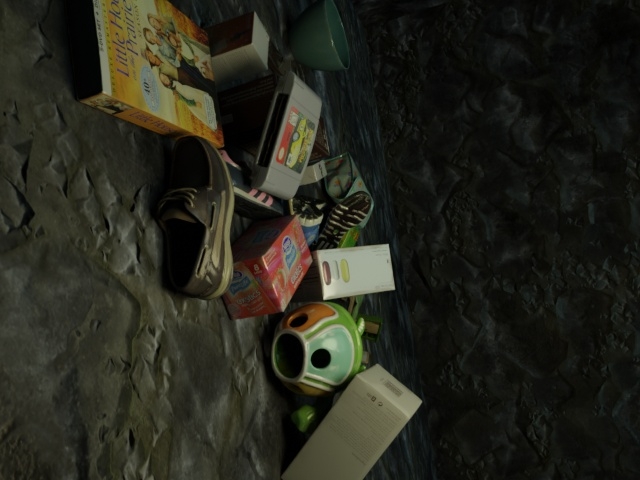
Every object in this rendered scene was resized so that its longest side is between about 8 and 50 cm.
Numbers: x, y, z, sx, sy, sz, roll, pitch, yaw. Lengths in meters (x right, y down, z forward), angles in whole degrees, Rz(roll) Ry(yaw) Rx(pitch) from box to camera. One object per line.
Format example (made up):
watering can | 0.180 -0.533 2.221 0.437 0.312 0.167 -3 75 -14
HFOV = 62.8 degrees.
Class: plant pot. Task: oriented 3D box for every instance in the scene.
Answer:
plant pot | -0.017 -0.823 2.155 0.290 0.196 0.290 -12 90 -71

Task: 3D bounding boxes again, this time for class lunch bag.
lunch bag | 0.118 -0.202 2.207 0.223 0.160 0.262 55 19 -48

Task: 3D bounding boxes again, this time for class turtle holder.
turtle holder | -0.032 0.327 1.430 0.227 0.243 0.320 3 116 -57

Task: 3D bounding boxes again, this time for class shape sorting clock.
shape sorting clock | -0.103 -0.075 1.561 0.206 0.040 0.206 169 -90 -76

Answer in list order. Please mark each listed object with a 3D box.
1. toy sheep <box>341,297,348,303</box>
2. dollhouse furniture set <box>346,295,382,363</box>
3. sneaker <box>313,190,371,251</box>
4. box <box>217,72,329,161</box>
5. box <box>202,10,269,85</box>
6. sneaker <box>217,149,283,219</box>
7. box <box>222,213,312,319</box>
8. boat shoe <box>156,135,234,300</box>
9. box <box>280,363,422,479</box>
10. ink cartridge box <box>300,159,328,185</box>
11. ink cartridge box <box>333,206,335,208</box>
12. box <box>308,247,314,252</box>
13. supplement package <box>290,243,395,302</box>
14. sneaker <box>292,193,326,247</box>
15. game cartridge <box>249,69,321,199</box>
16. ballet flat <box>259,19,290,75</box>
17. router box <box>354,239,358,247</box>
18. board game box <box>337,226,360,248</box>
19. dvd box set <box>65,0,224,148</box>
toy sheep | 0.120 0.213 2.118 0.091 0.091 0.132 49 29 -57
dollhouse furniture set | 0.159 0.276 1.895 0.197 0.152 0.301 -69 172 -61
sneaker | 0.058 -0.095 1.780 0.107 0.281 0.162 27 32 -25
box | -0.129 -0.333 1.541 0.381 0.191 0.143 14 65 -71
box | -0.229 -0.496 1.363 0.091 0.171 0.130 52 31 -53
sneaker | -0.185 -0.137 1.373 0.319 0.112 0.130 31 53 -68
box | -0.138 0.058 1.344 0.300 0.142 0.154 -58 133 -65
boat shoe | -0.257 -0.056 1.078 0.130 0.133 0.355 18 61 -70
box | 0.089 0.525 1.393 0.168 0.345 0.215 37 7 19
ink cartridge box | -0.043 -0.242 1.872 0.181 0.105 0.061 -48 125 -69
ink cartridge box | 0.071 -0.055 2.164 0.150 0.063 0.109 50 33 -56
box | 0.000 0.000 1.954 0.184 0.045 0.190 48 34 -61
supplement package | 0.058 0.102 1.602 0.262 0.204 0.145 -5 85 -32
sneaker | -0.060 -0.063 1.725 0.330 0.130 0.147 -79 -176 -71
game cartridge | -0.080 -0.255 1.330 0.196 0.060 0.294 12 95 -71
ballet flat | -0.186 -0.658 1.793 0.084 0.058 0.250 -60 144 -9
router box | 0.135 0.032 2.330 0.133 0.046 0.178 40 43 -63
board game box | 0.092 0.018 2.090 0.181 0.043 0.092 -63 148 -17
dvd box set | -0.351 -0.381 1.106 0.420 0.062 0.307 11 68 -71
